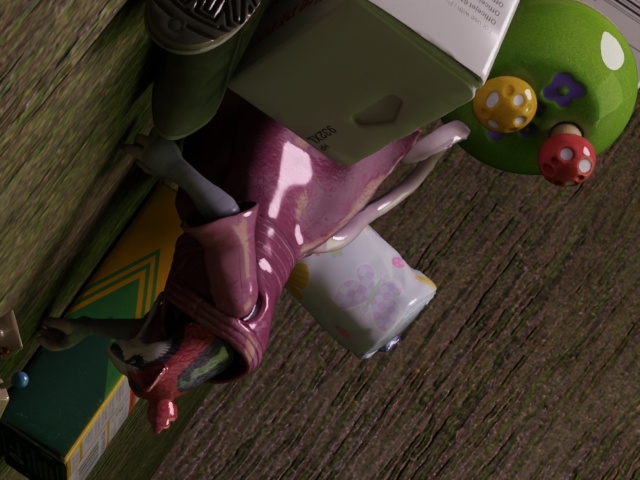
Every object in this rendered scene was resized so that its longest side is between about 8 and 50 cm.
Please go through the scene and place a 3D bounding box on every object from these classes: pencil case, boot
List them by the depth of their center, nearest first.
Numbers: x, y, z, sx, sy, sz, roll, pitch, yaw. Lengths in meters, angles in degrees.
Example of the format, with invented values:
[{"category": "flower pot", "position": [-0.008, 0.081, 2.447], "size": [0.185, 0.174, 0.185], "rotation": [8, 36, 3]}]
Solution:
[{"category": "boot", "position": [-0.095, -0.146, 1.441], "size": [0.189, 0.076, 0.208], "rotation": [-53, 180, -40]}, {"category": "pencil case", "position": [0.000, 0.000, 2.102], "size": [0.124, 0.273, 0.113], "rotation": [-44, 176, -24]}]

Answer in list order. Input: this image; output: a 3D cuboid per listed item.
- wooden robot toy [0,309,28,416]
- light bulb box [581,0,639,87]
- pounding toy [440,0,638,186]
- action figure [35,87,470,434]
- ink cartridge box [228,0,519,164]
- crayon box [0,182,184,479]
[{"category": "wooden robot toy", "position": [-0.276, 0.118, 1.408], "size": [0.079, 0.076, 0.173], "rotation": [-4, 137, -39]}, {"category": "light bulb box", "position": [0.252, -0.349, 1.859], "size": [0.358, 0.225, 0.361], "rotation": [-52, -162, 21]}, {"category": "pounding toy", "position": [0.192, -0.134, 1.694], "size": [0.110, 0.183, 0.237], "rotation": [-83, -179, -53]}, {"category": "action figure", "position": [-0.069, 0.021, 1.670], "size": [0.248, 0.276, 0.370], "rotation": [-54, -166, 53]}, {"category": "ink cartridge box", "position": [0.077, -0.240, 1.562], "size": [0.223, 0.129, 0.307], "rotation": [-27, -146, 58]}, {"category": "crayon box", "position": [-0.184, 0.081, 1.867], "size": [0.323, 0.083, 0.203], "rotation": [-55, 175, -19]}]
